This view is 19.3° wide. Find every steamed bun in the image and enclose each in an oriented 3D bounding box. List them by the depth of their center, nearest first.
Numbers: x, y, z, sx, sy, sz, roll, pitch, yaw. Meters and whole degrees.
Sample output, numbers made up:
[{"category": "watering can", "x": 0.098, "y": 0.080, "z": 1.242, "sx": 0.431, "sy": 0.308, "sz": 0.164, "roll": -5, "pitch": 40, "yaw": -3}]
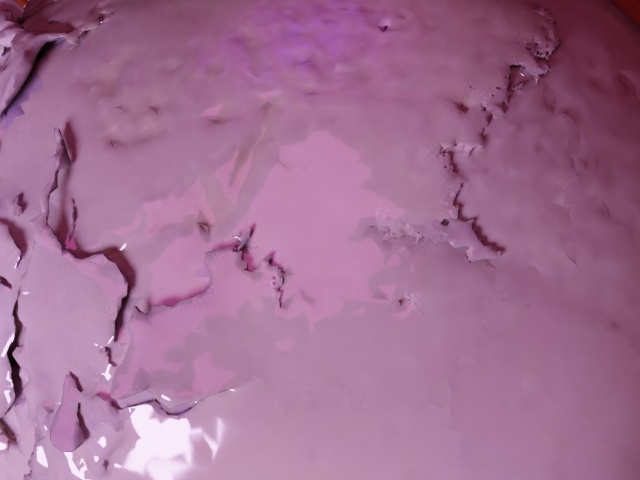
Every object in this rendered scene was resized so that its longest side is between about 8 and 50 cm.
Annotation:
[{"category": "steamed bun", "x": 0.000, "y": 0.000, "z": 0.717, "sx": 0.312, "sy": 0.233, "sz": 0.334, "roll": -12, "pitch": 59, "yaw": 5}]
